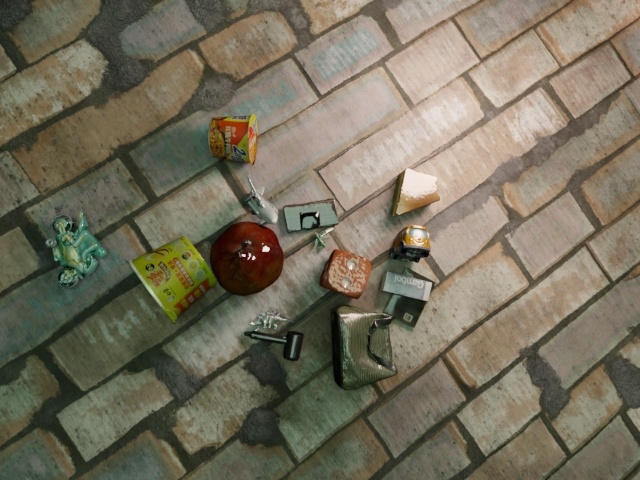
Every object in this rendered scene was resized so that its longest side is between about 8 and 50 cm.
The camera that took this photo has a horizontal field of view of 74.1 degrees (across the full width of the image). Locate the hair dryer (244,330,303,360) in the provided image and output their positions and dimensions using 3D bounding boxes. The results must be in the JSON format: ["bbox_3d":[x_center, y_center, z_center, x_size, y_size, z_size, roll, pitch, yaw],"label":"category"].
[{"bbox_3d":[-0.201,0.427,1.771,0.249,0.070,0.114,10,83,-3],"label":"hair dryer"}]

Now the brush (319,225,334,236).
[{"bbox_3d":[0.028,-0.042,1.854,0.084,0.013,0.016,-31,74,-32],"label":"brush"}]

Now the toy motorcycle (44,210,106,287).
[{"bbox_3d":[-0.962,0.030,1.678,0.199,0.109,0.295,-13,88,-11],"label":"toy motorcycle"}]

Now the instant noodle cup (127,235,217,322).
[{"bbox_3d":[-0.557,0.139,1.643,0.222,0.311,0.311,-37,91,-18],"label":"instant noodle cup"}]

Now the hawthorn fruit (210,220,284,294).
[{"bbox_3d":[-0.284,0.076,1.670,0.309,0.325,0.307,-6,111,-16],"label":"hawthorn fruit"}]

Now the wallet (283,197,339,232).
[{"bbox_3d":[-0.041,-0.109,1.851,0.231,0.042,0.124,-10,84,-11],"label":"wallet"}]

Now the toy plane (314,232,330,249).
[{"bbox_3d":[0.000,0.001,1.852,0.080,0.033,0.083,-33,83,-9],"label":"toy plane"}]

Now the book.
[{"bbox_3d":[0.398,0.252,1.888,0.160,0.024,0.228,28,82,-5],"label":"book"}]

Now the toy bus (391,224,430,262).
[{"bbox_3d":[0.389,0.011,1.822,0.126,0.209,0.136,9,73,-6],"label":"toy bus"}]

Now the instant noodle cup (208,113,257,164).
[{"bbox_3d":[-0.362,-0.422,1.761,0.175,0.213,0.212,3,85,1],"label":"instant noodle cup"}]

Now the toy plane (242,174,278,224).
[{"bbox_3d":[-0.241,-0.136,1.718,0.101,0.251,0.255,-29,47,-3],"label":"toy plane"}]

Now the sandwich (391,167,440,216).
[{"bbox_3d":[0.425,-0.188,1.888,0.186,0.108,0.219,16,81,-5],"label":"sandwich"}]

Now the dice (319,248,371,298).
[{"bbox_3d":[0.106,0.140,1.783,0.175,0.174,0.179,24,83,-4],"label":"dice"}]

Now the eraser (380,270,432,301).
[{"bbox_3d":[0.374,0.200,1.852,0.213,0.046,0.091,13,83,-6],"label":"eraser"}]

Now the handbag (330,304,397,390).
[{"bbox_3d":[0.167,0.429,1.728,0.241,0.247,0.339,-3,79,-9],"label":"handbag"}]

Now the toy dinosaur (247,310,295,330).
[{"bbox_3d":[-0.203,0.336,1.784,0.209,0.039,0.082,2,64,-16],"label":"toy dinosaur"}]
